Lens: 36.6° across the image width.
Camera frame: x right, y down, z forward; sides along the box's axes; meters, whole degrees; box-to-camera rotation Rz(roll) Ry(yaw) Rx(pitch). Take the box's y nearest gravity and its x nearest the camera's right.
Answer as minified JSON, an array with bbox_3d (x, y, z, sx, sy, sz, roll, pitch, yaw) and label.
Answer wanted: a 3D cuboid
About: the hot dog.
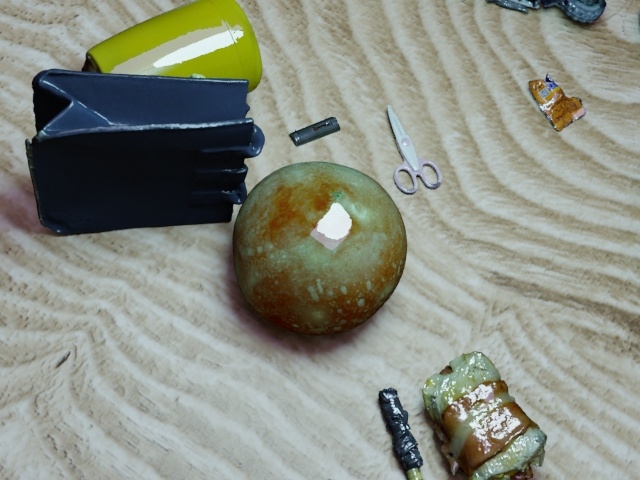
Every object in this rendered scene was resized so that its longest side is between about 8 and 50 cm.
[{"bbox_3d":[0.239,0.272,1.426,0.146,0.103,0.213,-27,58,-1],"label":"hot dog"}]

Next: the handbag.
[{"bbox_3d":[-0.257,-0.128,1.429,0.329,0.303,0.122,-2,65,-13],"label":"handbag"}]

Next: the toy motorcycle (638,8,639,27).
[{"bbox_3d":[0.755,-0.409,1.854,0.241,0.182,0.319,-3,63,-12],"label":"toy motorcycle"}]

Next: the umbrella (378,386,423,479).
[{"bbox_3d":[0.120,0.287,1.425,0.037,0.040,0.144,-7,64,-25],"label":"umbrella"}]

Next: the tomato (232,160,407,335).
[{"bbox_3d":[0.000,0.000,1.456,0.270,0.223,0.270,7,60,-11],"label":"tomato"}]

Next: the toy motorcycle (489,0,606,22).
[{"bbox_3d":[0.415,-0.547,1.892,0.327,0.143,0.188,20,59,-8],"label":"toy motorcycle"}]

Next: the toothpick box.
[{"bbox_3d":[-0.249,-0.287,1.597,0.271,0.175,0.175,-25,69,-19],"label":"toothpick box"}]

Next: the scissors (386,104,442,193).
[{"bbox_3d":[0.150,-0.163,1.690,0.085,0.022,0.176,-14,68,-15],"label":"scissors"}]

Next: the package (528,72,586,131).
[{"bbox_3d":[0.438,-0.263,1.797,0.077,0.033,0.111,-25,73,-33],"label":"package"}]

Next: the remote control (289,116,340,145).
[{"bbox_3d":[-0.009,-0.192,1.679,0.091,0.016,0.034,-24,73,-22],"label":"remote control"}]
